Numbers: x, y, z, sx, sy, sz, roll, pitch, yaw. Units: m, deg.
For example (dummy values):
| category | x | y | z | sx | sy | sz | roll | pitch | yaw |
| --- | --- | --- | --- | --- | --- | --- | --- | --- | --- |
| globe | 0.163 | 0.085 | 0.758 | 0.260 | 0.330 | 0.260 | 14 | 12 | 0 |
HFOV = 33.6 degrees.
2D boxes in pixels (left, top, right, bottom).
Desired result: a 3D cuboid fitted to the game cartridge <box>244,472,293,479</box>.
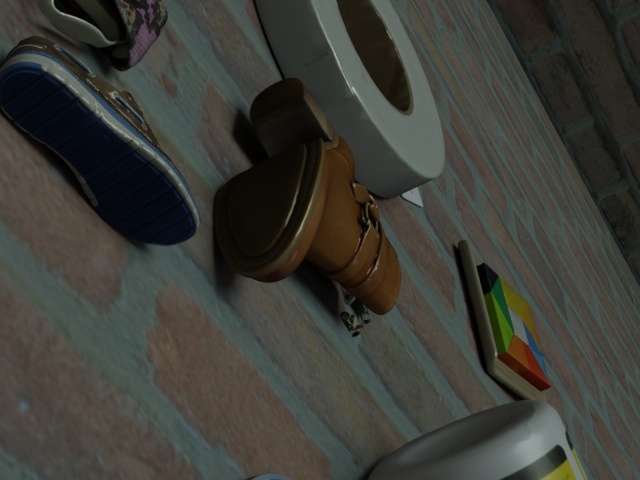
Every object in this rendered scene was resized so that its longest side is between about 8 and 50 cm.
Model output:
| category | x | y | z | sx | sy | sz | roll | pitch | yaw |
| --- | --- | --- | --- | --- | --- | --- | --- | --- | --- |
| game cartridge | -0.037 | 0.201 | 0.787 | 0.083 | 0.017 | 0.056 | 18 | 47 | -63 |

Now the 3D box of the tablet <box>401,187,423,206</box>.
| category | x | y | z | sx | sy | sz | roll | pitch | yaw |
| --- | --- | --- | --- | --- | --- | --- | --- | --- | --- |
| tablet | 0.122 | -0.078 | 1.485 | 0.083 | 0.006 | 0.054 | 18 | 52 | -63 |

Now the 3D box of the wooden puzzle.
| category | x | y | z | sx | sy | sz | roll | pitch | yaw |
| --- | --- | --- | --- | --- | --- | --- | --- | --- | --- |
| wooden puzzle | 0.286 | 0.134 | 1.606 | 0.238 | 0.044 | 0.221 | 42 | 31 | -48 |

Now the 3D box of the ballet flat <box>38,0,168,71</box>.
| category | x | y | z | sx | sy | sz | roll | pitch | yaw |
| --- | --- | --- | --- | --- | --- | --- | --- | --- | --- |
| ballet flat | -0.195 | -0.205 | 0.772 | 0.221 | 0.076 | 0.079 | 46 | 48 | -43 |

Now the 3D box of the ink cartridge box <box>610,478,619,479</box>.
| category | x | y | z | sx | sy | sz | roll | pitch | yaw |
| --- | --- | --- | --- | --- | --- | --- | --- | --- | --- |
| ink cartridge box | 0.426 | 0.489 | 1.462 | 0.278 | 0.117 | 0.201 | 49 | 27 | -38 |

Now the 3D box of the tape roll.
| category | x | y | z | sx | sy | sz | roll | pitch | yaw |
| --- | --- | --- | --- | --- | --- | --- | --- | --- | --- |
| tape roll | 0.042 | -0.241 | 1.367 | 0.392 | 0.072 | 0.392 | 49 | 27 | -36 |

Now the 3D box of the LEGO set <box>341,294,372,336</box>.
| category | x | y | z | sx | sy | sz | roll | pitch | yaw |
| --- | --- | --- | --- | --- | --- | --- | --- | --- | --- |
| LEGO set | 0.045 | 0.068 | 1.114 | 0.054 | 0.023 | 0.083 | 53 | 24 | -33 |

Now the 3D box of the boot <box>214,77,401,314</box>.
| category | x | y | z | sx | sy | sz | roll | pitch | yaw |
| --- | --- | --- | --- | --- | --- | --- | --- | --- | --- |
| boot | 0.000 | 0.000 | 0.999 | 0.220 | 0.109 | 0.283 | 58 | 14 | -31 |

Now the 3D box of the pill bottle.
| category | x | y | z | sx | sy | sz | roll | pitch | yaw |
| --- | --- | --- | --- | --- | --- | --- | --- | --- | --- |
| pill bottle | 0.186 | 0.329 | 0.948 | 0.334 | 0.187 | 0.188 | 67 | 21 | 2 |

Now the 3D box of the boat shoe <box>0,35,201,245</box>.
| category | x | y | z | sx | sy | sz | roll | pitch | yaw |
| --- | --- | --- | --- | --- | --- | --- | --- | --- | --- |
| boat shoe | -0.145 | -0.072 | 0.743 | 0.183 | 0.066 | 0.066 | 51 | 24 | -34 |
